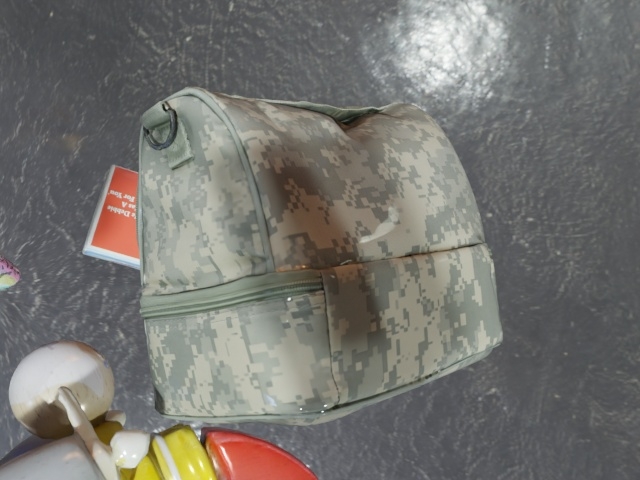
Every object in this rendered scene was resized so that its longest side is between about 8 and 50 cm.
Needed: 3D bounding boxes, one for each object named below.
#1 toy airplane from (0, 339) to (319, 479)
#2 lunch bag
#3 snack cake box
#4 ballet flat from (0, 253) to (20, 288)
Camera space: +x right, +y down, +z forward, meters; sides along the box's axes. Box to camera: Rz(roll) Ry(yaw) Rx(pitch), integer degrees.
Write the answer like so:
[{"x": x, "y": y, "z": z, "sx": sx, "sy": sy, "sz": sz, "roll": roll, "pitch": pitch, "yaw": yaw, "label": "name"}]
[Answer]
[{"x": -0.239, "y": 0.224, "z": 0.603, "sx": 0.384, "sy": 0.386, "sz": 0.273, "roll": 9, "pitch": 74, "yaw": -61, "label": "toy airplane"}, {"x": 0.000, "y": 0.000, "z": 0.620, "sx": 0.305, "sy": 0.212, "sz": 0.256, "roll": -6, "pitch": 87, "yaw": -45, "label": "lunch bag"}, {"x": -0.256, "y": -0.013, "z": 1.231, "sx": 0.264, "sy": 0.089, "sz": 0.152, "roll": 18, "pitch": 78, "yaw": -18, "label": "snack cake box"}, {"x": -0.535, "y": 0.013, "z": 1.008, "sx": 0.221, "sy": 0.077, "sz": 0.079, "roll": 16, "pitch": 119, "yaw": -27, "label": "ballet flat"}]
